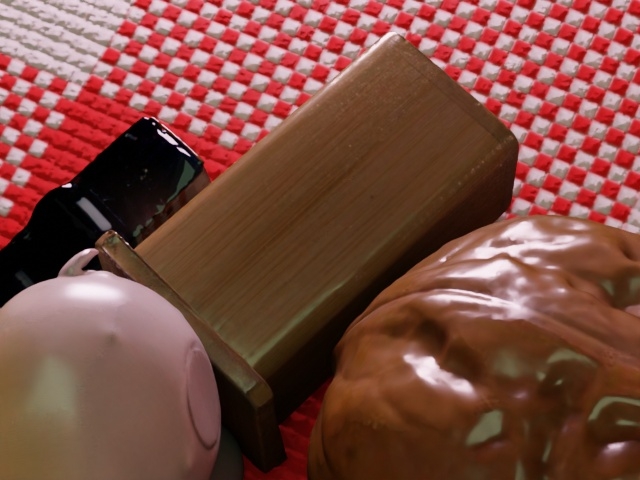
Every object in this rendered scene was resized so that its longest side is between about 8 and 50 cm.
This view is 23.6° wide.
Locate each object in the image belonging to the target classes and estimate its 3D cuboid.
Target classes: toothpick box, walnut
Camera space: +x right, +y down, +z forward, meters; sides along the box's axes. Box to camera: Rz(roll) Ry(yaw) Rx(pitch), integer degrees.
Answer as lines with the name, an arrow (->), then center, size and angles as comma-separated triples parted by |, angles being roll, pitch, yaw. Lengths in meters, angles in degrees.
toothpick box -> 0.000, 0.000, 1.239 | 0.308, 0.190, 0.187 | -42, 70, -15
walnut -> 0.182, 0.164, 1.082 | 0.397, 0.308, 0.354 | 28, 46, 23

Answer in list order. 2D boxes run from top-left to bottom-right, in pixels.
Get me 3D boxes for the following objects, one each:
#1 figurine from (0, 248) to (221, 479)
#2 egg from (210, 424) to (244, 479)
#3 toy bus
figurine -> -0.256, 0.140, 1.119 | 0.394, 0.274, 0.227 | -10, 87, 16
egg -> -0.126, 0.192, 1.215 | 0.135, 0.103, 0.103 | -25, 68, 1
toy bus -> -0.256, 0.067, 1.284 | 0.093, 0.092, 0.409 | 41, 79, 21
